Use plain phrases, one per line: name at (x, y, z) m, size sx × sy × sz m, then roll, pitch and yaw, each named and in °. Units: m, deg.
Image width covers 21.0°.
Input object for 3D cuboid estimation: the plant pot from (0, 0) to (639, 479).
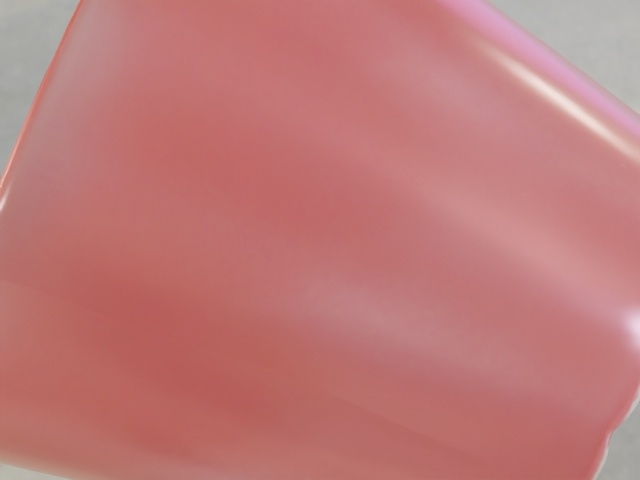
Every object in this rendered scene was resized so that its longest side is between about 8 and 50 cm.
plant pot at (0.000, 0.000, 0.707) m, size 0.243 × 0.275 × 0.275 m, roll 25°, pitch 38°, yaw -7°
